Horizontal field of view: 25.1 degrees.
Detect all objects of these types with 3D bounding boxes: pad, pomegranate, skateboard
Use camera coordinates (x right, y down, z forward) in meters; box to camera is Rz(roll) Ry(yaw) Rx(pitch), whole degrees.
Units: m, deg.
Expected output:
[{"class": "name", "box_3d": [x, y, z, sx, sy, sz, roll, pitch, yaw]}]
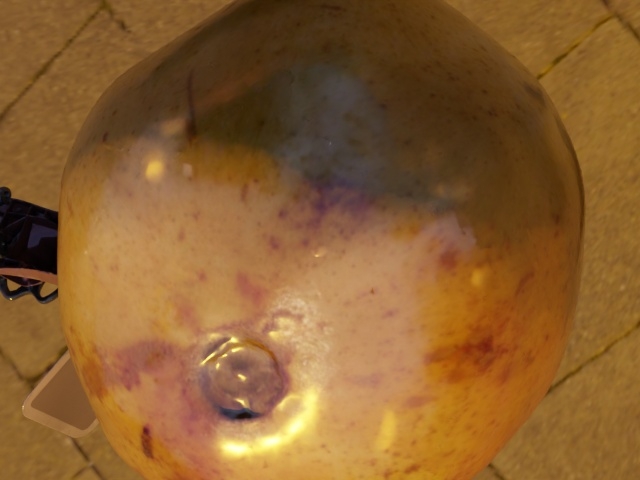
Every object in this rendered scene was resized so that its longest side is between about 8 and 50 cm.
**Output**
[{"class": "pad", "box_3d": [-0.278, 0.152, 1.947, 0.002, 0.176, 0.266, 40, 89, 30]}, {"class": "pomegranate", "box_3d": [0.000, 0.000, 0.680, 0.264, 0.264, 0.264, 5, 106, 20]}, {"class": "skateboard", "box_3d": [-0.150, 0.011, 0.839, 0.151, 0.067, 0.080, 10, 151, 21]}]
